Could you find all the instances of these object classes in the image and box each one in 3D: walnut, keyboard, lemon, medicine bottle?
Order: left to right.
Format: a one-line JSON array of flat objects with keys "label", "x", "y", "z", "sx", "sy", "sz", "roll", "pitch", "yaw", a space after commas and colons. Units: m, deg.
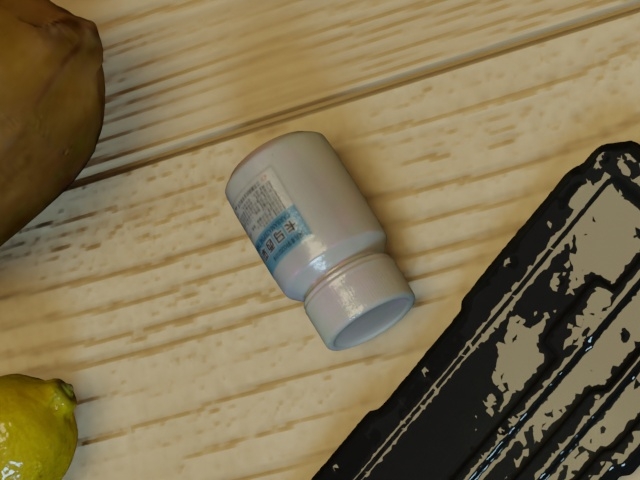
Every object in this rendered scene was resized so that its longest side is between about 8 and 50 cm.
[{"label": "walnut", "x": -0.197, "y": -0.037, "z": 0.905, "sx": 0.245, "sy": 0.137, "sz": 0.137, "roll": -31, "pitch": 72, "yaw": 29}, {"label": "lemon", "x": -0.143, "y": 0.093, "z": 0.899, "sx": 0.083, "sy": 0.062, "sz": 0.062, "roll": -40, "pitch": 70, "yaw": 15}, {"label": "medicine bottle", "x": 0.000, "y": 0.000, "z": 0.847, "sx": 0.052, "sy": 0.052, "sz": 0.089, "roll": -37, "pitch": 71, "yaw": 17}, {"label": "keyboard", "x": 0.077, "y": 0.083, "z": 0.822, "sx": 0.106, "sy": 0.016, "sz": 0.262, "roll": 44, "pitch": 103, "yaw": 22}]
